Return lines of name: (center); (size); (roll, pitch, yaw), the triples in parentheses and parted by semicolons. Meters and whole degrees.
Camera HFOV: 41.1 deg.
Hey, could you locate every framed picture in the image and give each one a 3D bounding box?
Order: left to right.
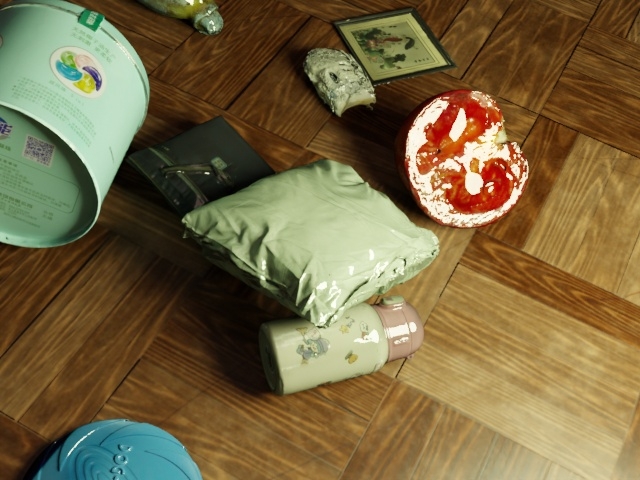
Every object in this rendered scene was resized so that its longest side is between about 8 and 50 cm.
framed picture: (0.149, -0.390, 1.713); (0.195, 0.010, 0.199); (-15, 57, -19)

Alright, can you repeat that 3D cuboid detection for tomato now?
tomato: (0.222, -0.135, 1.435); (0.200, 0.139, 0.233); (-27, 102, -7)

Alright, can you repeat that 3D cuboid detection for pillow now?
pillow: (0.000, 0.000, 1.255); (0.283, 0.138, 0.310); (36, 42, 30)

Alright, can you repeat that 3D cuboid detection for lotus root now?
lotus root: (-0.306, -0.527, 1.673); (0.322, 0.140, 0.158); (42, 58, 19)

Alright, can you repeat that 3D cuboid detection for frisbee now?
frisbee: (-0.267, 0.333, 1.085); (0.242, 0.045, 0.242); (4, 51, -5)

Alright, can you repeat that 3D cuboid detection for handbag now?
handbag: (-0.165, -0.087, 1.389); (0.211, 0.088, 0.254); (-30, 68, -36)

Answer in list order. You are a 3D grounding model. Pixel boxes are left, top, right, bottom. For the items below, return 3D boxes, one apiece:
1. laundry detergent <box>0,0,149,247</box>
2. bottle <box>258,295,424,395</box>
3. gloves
laundry detergent: (-0.424, -0.193, 1.299); (0.287, 0.287, 0.305); (11, 47, 0)
bottle: (0.034, 0.145, 1.227); (0.233, 0.110, 0.110); (-12, 56, -15)
gloves: (0.038, -0.307, 1.595); (0.114, 0.070, 0.153); (-18, 56, -20)
